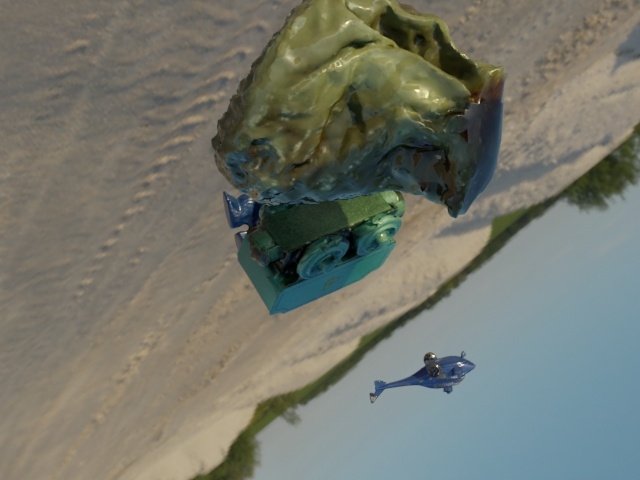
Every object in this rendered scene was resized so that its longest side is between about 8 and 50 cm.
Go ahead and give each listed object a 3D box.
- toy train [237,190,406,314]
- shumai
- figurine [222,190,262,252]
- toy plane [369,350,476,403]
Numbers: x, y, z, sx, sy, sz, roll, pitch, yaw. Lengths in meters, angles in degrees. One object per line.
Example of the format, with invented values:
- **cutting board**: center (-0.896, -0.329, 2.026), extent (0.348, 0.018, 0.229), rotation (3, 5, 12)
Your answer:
- **toy train**: center (0.000, 0.000, 0.931), extent (0.197, 0.107, 0.154), rotation (-22, 156, -30)
- **shumai**: center (0.034, -0.104, 0.736), extent (0.225, 0.222, 0.260), rotation (-55, -167, -3)
- **figurine**: center (-0.029, -0.046, 1.373), extent (0.262, 0.164, 0.121), rotation (-3, 172, -5)
- **toy plane**: center (0.153, 0.210, 1.242), extent (0.167, 0.062, 0.054), rotation (-13, -168, 3)
